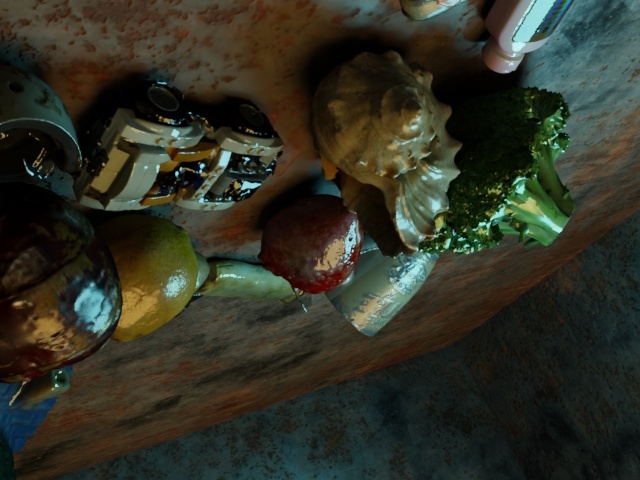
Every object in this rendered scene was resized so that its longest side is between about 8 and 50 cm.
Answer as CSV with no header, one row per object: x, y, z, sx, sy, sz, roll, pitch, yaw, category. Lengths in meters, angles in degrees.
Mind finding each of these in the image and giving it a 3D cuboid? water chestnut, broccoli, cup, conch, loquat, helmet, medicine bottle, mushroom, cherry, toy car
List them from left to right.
-0.354,-0.129,0.643,0.177,0.107,0.153,-10,168,21,helmet
-0.391,0.055,0.772,0.289,0.289,0.244,-33,171,18,water chestnut
-0.307,0.061,0.969,0.234,0.187,0.176,-42,169,-21,loquat
-0.182,-0.114,0.833,0.301,0.118,0.193,1,143,-48,toy car
-0.150,0.093,1.363,0.100,0.081,0.312,-41,148,27,mushroom
-0.006,0.001,1.160,0.249,0.192,0.175,-41,178,44,cherry
0.124,0.052,1.404,0.257,0.227,0.301,-44,148,11,cup
0.109,-0.128,0.917,0.210,0.297,0.352,-20,-179,1,conch
0.313,-0.119,1.098,0.310,0.321,0.413,4,160,5,broccoli
0.311,-0.344,0.871,0.115,0.078,0.219,-17,156,-23,medicine bottle

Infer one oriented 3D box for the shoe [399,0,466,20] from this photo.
0.187,-0.352,0.746,0.194,0.074,0.077,-25,152,5,shoe

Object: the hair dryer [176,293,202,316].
-0.401,0.160,1.284,0.248,0.078,0.195,-28,160,34,hair dryer

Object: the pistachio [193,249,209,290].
-0.281,0.065,1.125,0.149,0.113,0.113,-14,155,-36,pistachio

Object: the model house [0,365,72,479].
-0.598,0.314,0.854,0.400,0.445,0.395,-17,160,7,model house

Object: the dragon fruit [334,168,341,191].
0.079,-0.098,1.139,0.083,0.106,0.162,-22,160,-4,dragon fruit
